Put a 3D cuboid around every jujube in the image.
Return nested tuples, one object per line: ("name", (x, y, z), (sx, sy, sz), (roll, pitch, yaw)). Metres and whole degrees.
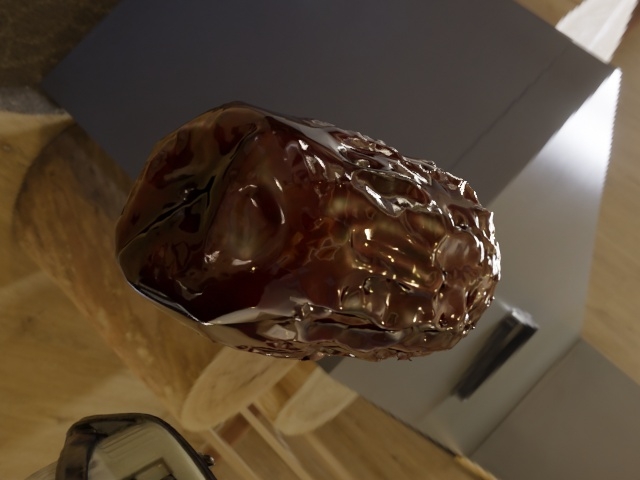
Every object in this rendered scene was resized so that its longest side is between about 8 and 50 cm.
("jujube", (0.000, 0.000, 0.784), (0.377, 0.258, 0.258), (5, 126, -36))

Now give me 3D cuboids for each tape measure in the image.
("tape measure", (-0.104, 0.217, 0.535), (0.133, 0.231, 0.271), (-23, 174, -27))
